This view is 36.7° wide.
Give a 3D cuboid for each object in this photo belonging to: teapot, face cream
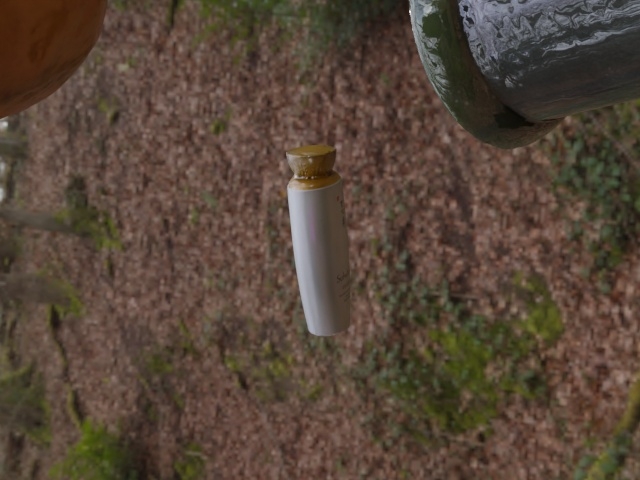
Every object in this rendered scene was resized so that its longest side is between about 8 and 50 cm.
[{"bbox_3d":[0.268,-0.193,0.678,0.270,0.337,0.200,-6,-92,-43],"label":"teapot"},{"bbox_3d":[0.000,0.000,0.923,0.072,0.051,0.182,-45,-48,-64],"label":"face cream"}]

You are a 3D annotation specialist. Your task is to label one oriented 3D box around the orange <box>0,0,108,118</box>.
[{"bbox_3d":[-0.181,-0.126,0.421,0.177,0.177,0.155,-65,-23,-78],"label":"orange"}]
